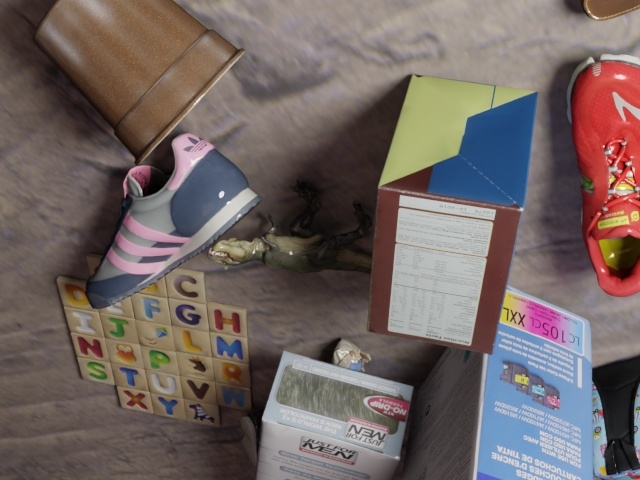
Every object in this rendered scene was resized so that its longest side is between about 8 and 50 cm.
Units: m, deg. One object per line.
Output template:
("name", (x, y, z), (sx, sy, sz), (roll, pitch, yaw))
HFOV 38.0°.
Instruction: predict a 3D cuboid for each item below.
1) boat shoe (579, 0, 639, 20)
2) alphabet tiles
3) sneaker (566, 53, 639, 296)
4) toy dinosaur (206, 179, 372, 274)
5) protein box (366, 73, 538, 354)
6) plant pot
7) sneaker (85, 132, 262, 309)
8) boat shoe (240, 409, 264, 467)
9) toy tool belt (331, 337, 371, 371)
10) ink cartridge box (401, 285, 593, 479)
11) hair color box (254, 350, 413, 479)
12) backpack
("boat shoe", (0.305, -0.247, 0.811), (0.178, 0.060, 0.064), (-28, 118, 35))
("alphabet tiles", (-0.242, 0.158, 1.389), (0.285, 0.011, 0.343), (9, 133, 10))
("sneaker", (0.310, -0.057, 0.942), (0.107, 0.118, 0.279), (-4, 130, 20))
("toy dinosaur", (0.000, 0.000, 1.130), (0.268, 0.064, 0.118), (11, 120, -15))
("protein box", (0.137, -0.028, 0.966), (0.135, 0.200, 0.201), (10, 133, 9))
("plant pot", (-0.194, -0.193, 0.963), (0.165, 0.167, 0.167), (43, 130, -11))
("sneaker", (-0.213, -0.023, 1.168), (0.319, 0.112, 0.131), (-32, 99, 34))
("boat shoe", (-0.101, 0.312, 1.464), (0.046, 0.038, 0.125), (44, 148, 39))
("toy tool belt", (0.041, 0.177, 1.288), (0.051, 0.052, 0.083), (20, 135, 12))
("ink cartridge box", (0.197, 0.290, 1.101), (0.151, 0.396, 0.270), (22, 134, -2))
("hair color box", (0.006, 0.320, 1.348), (0.185, 0.114, 0.374), (15, 144, 4))
("backpack", (0.391, 0.233, 1.141), (0.158, 0.173, 0.117), (-23, 121, 32))
